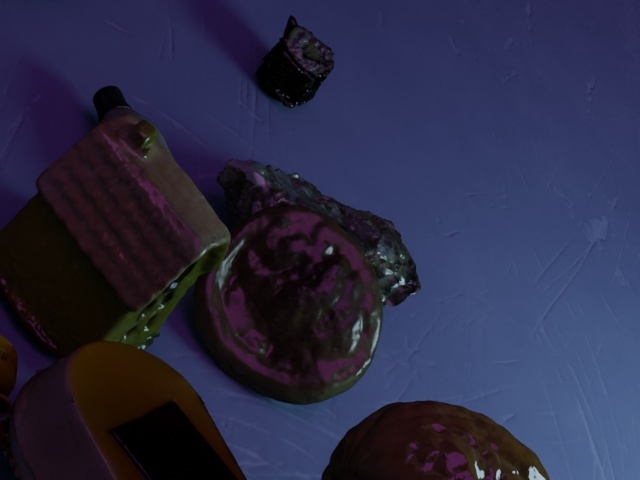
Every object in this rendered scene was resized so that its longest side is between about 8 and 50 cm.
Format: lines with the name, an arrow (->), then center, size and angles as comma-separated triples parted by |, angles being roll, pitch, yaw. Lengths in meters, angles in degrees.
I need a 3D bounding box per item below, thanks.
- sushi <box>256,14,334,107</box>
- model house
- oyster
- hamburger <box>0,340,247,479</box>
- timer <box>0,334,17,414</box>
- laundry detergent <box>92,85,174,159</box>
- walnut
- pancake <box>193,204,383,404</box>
sushi -> -0.039, -0.243, 2.182 | 0.098, 0.084, 0.094 | 41, 42, 2
model house -> -0.220, -0.002, 1.683 | 0.193, 0.234, 0.175 | 51, 38, 9
oyster -> 0.000, 0.000, 1.982 | 0.268, 0.112, 0.198 | 12, 49, -31
hamburger -> -0.192, 0.243, 1.566 | 0.227, 0.151, 0.295 | -1, 50, -49
timer -> -0.352, 0.119, 1.559 | 0.107, 0.107, 0.109 | 19, 47, -30
laundry detergent -> -0.218, -0.089, 1.893 | 0.099, 0.070, 0.225 | -9, 63, -39
walnut -> 0.122, 0.282, 1.599 | 0.257, 0.257, 0.224 | 24, 74, -26
pancake -> -0.036, 0.073, 1.853 | 0.242, 0.050, 0.242 | 4, 74, -15
